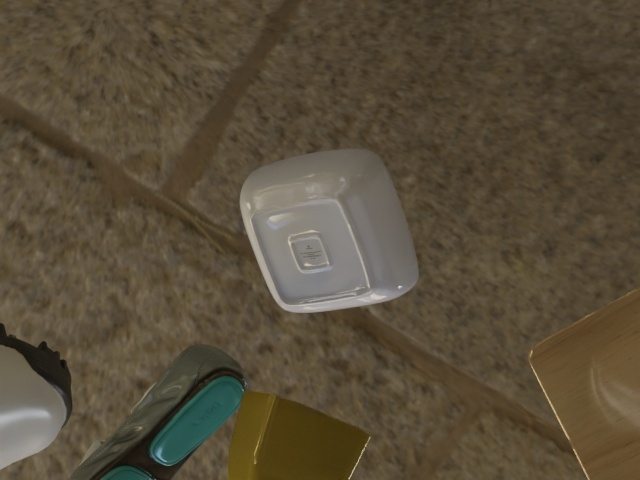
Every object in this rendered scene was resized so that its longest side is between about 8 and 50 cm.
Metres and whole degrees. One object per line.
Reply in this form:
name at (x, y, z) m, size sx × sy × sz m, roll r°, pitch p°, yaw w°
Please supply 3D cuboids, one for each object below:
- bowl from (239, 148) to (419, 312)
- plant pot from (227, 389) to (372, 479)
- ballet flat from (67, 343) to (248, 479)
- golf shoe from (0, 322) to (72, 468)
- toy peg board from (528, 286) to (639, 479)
bowl at (0.000, 0.000, 0.947) m, size 0.142 × 0.053 × 0.142 m, roll -9°, pitch 111°, yaw 28°
plant pot at (-0.025, 0.163, 0.815) m, size 0.081 × 0.081 × 0.083 m, roll 25°, pitch 76°, yaw -15°
ballet flat at (-0.147, 0.170, 0.900) m, size 0.213 × 0.068 × 0.072 m, roll -45°, pitch 131°, yaw -8°
golf shoe at (-0.146, 0.076, 0.299) m, size 0.198 × 0.094 × 0.077 m, roll -5°, pitch 140°, yaw -45°
toy peg board at (0.190, 0.074, 0.406) m, size 0.161 × 0.079 × 0.161 m, roll -33°, pitch 71°, yaw 25°
